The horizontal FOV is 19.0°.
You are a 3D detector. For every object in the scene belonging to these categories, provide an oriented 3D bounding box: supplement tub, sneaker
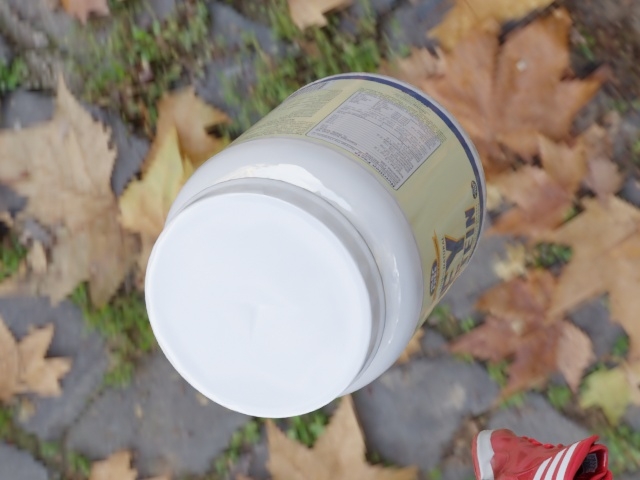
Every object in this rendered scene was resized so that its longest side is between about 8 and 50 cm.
[{"bbox_3d":[0.000,0.000,1.688,0.235,0.325,0.235,7,112,18],"label":"supplement tub"},{"bbox_3d":[0.212,0.220,1.785,0.128,0.221,0.087,-19,104,10],"label":"sneaker"}]
